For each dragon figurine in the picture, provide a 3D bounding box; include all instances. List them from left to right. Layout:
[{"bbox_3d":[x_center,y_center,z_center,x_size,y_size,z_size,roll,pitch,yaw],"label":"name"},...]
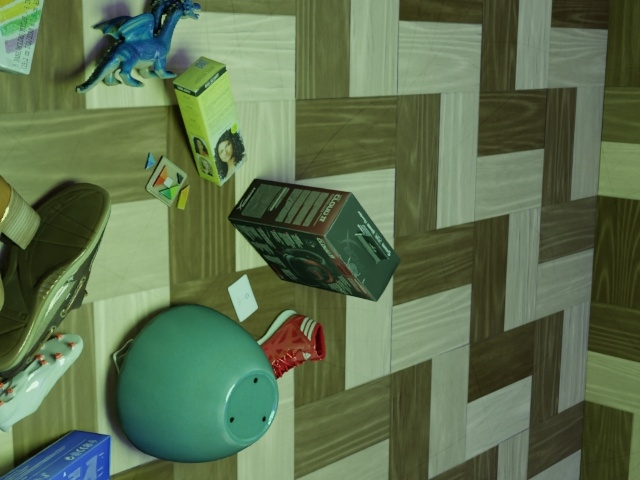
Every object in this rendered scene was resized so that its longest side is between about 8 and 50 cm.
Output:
[{"bbox_3d":[-0.319,-0.332,1.631,0.289,0.085,0.144,-26,116,-43],"label":"dragon figurine"}]

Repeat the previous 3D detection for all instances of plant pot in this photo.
[{"bbox_3d":[-0.189,0.273,1.750,0.290,0.195,0.290,-13,108,-47],"label":"plant pot"}]

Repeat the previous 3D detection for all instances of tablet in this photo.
[{"bbox_3d":[-0.155,0.116,1.961,0.054,0.006,0.083,-39,125,-36],"label":"tablet"}]

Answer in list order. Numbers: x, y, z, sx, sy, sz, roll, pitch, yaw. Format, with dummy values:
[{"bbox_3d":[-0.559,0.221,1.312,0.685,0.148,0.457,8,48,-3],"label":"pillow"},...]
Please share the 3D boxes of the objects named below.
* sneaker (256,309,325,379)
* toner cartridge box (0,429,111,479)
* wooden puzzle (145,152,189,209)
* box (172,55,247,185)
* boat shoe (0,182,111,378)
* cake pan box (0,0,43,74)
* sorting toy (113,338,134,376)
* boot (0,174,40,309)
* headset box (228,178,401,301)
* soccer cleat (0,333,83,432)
[{"bbox_3d":[-0.074,0.239,1.983,0.221,0.128,0.087,-58,134,-23],"label":"sneaker"},{"bbox_3d":[-0.439,0.432,1.544,0.348,0.075,0.165,-26,121,-76],"label":"toner cartridge box"},{"bbox_3d":[-0.277,-0.107,1.776,0.116,0.014,0.078,30,76,-46],"label":"wooden puzzle"},{"bbox_3d":[-0.195,-0.211,1.759,0.087,0.058,0.232,-49,149,-28],"label":"box"},{"bbox_3d":[-0.439,0.067,1.581,0.123,0.123,0.342,80,31,-65],"label":"boat shoe"},{"bbox_3d":[-0.520,-0.388,1.415,0.246,0.070,0.267,13,89,-46],"label":"cake pan box"},{"bbox_3d":[-0.339,0.221,1.759,0.083,0.045,0.075,-42,119,-34],"label":"sorting toy"},{"bbox_3d":[-0.551,0.009,1.427,0.220,0.109,0.283,46,62,-44],"label":"boot"},{"bbox_3d":[0.000,0.000,1.893,0.110,0.293,0.218,-58,133,-22],"label":"headset box"},{"bbox_3d":[-0.467,0.230,1.607,0.196,0.068,0.076,-44,143,-31],"label":"soccer cleat"}]
